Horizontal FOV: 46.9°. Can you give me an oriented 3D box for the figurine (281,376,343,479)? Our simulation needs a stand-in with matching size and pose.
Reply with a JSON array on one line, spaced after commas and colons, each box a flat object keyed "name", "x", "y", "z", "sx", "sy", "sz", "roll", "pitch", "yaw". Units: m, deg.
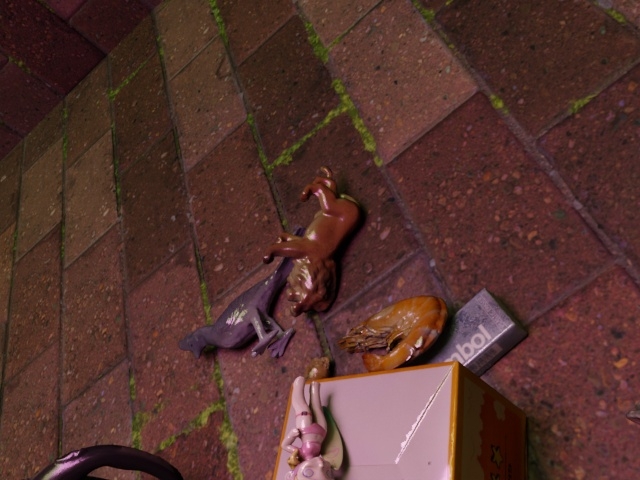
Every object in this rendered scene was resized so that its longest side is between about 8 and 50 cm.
[{"name": "figurine", "x": -0.015, "y": 0.268, "z": 0.937, "sx": 0.083, "sy": 0.083, "sz": 0.187, "roll": -27, "pitch": 51, "yaw": 28}]

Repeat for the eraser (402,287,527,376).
[{"name": "eraser", "x": 0.207, "y": 0.176, "z": 1.134, "sx": 0.212, "sy": 0.046, "sz": 0.092, "roll": -44, "pitch": 39, "yaw": 10}]

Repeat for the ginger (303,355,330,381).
[{"name": "ginger", "x": -0.007, "y": 0.269, "z": 1.255, "sx": 0.096, "sy": 0.067, "sz": 0.165, "roll": -35, "pitch": 37, "yaw": 53}]

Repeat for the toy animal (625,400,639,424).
[{"name": "toy animal", "x": 0.479, "y": 0.206, "z": 0.828, "sx": 0.236, "sy": 0.138, "sz": 0.108, "roll": -36, "pitch": 77, "yaw": 53}]

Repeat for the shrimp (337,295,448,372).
[{"name": "shrimp", "x": 0.111, "y": 0.159, "z": 1.199, "sx": 0.248, "sy": 0.068, "sz": 0.150, "roll": -25, "pitch": 23, "yaw": 55}]

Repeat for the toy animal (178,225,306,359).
[{"name": "toy animal", "x": -0.129, "y": 0.148, "z": 1.456, "sx": 0.367, "sy": 0.081, "sz": 0.206, "roll": -42, "pitch": 42, "yaw": 6}]

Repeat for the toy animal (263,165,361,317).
[{"name": "toy animal", "x": 0.000, "y": 0.000, "z": 1.424, "sx": 0.312, "sy": 0.157, "sz": 0.097, "roll": -59, "pitch": -3, "yaw": -18}]

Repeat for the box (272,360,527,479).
[{"name": "box", "x": 0.105, "y": 0.332, "z": 0.988, "sx": 0.283, "sy": 0.214, "sz": 0.260, "roll": -15, "pitch": 49, "yaw": 36}]

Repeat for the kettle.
[{"name": "kettle", "x": -0.391, "y": 0.484, "z": 1.264, "sx": 0.321, "sy": 0.324, "sz": 0.228, "roll": -48, "pitch": 39, "yaw": 6}]
